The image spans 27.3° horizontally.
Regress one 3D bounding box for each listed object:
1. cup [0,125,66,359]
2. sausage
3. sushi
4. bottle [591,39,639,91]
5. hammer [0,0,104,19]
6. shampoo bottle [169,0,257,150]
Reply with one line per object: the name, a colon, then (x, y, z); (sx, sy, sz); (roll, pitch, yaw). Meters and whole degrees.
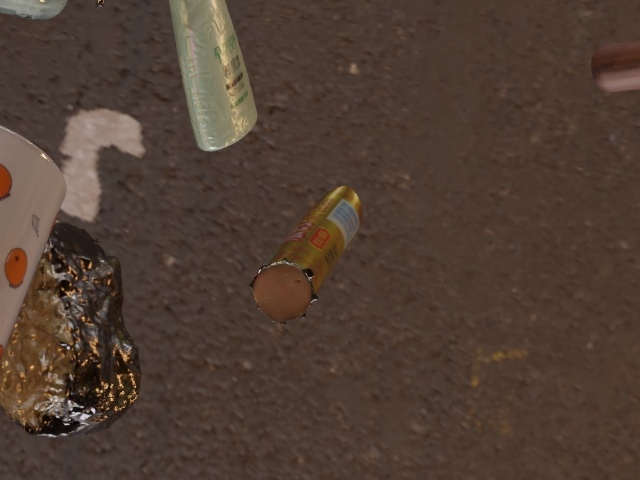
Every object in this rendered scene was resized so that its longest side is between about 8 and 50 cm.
cup: (-0.429, 0.044, 1.438); (0.212, 0.212, 0.317); (34, 56, -32)
sausage: (0.000, 0.000, 1.659); (0.082, 0.371, 0.082); (4, 109, 12)
sushi: (-0.400, 0.125, 1.966); (0.211, 0.350, 0.171); (-29, 154, 25)
bottle: (0.358, -0.189, 1.395); (0.053, 0.140, 0.053); (2, 87, -47)
hammer: (-0.211, -0.208, 1.023); (0.116, 0.194, 0.069); (9, 93, -48)
shampoo bottle: (-0.092, -0.167, 1.029); (0.069, 0.041, 0.190); (-43, 133, -41)
